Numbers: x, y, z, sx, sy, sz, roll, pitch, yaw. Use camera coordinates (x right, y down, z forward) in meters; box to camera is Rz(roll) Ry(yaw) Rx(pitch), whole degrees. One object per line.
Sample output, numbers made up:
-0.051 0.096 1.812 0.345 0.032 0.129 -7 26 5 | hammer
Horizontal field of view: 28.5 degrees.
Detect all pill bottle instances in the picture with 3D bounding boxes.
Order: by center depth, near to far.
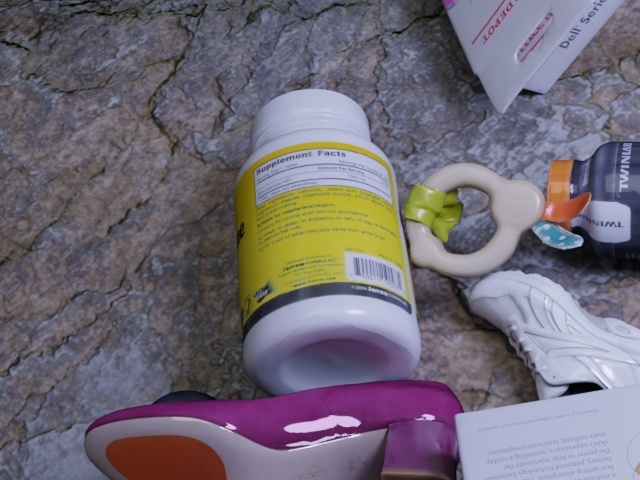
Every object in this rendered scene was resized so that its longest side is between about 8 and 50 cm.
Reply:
0.370 -0.042 1.363 0.246 0.130 0.130 2 56 17 | pill bottle
0.000 0.000 1.397 0.188 0.188 0.333 -11 53 7 | pill bottle

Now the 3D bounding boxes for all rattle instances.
0.200 -0.015 1.386 0.200 0.142 0.130 -9 64 12 | rattle

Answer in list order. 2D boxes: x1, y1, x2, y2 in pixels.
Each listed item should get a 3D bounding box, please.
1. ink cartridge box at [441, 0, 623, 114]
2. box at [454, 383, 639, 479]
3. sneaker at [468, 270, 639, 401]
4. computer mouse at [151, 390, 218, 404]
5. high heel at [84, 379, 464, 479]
0.257 -0.328 1.543 0.119 0.207 0.353 10 46 -31 | ink cartridge box
0.254 0.323 1.110 0.215 0.168 0.345 -10 53 7 | box
0.242 0.115 1.314 0.232 0.090 0.115 26 69 30 | sneaker
-0.123 0.257 1.318 0.189 0.072 0.272 -27 53 -3 | computer mouse
-0.040 0.195 1.286 0.377 0.127 0.181 9 27 1 | high heel
